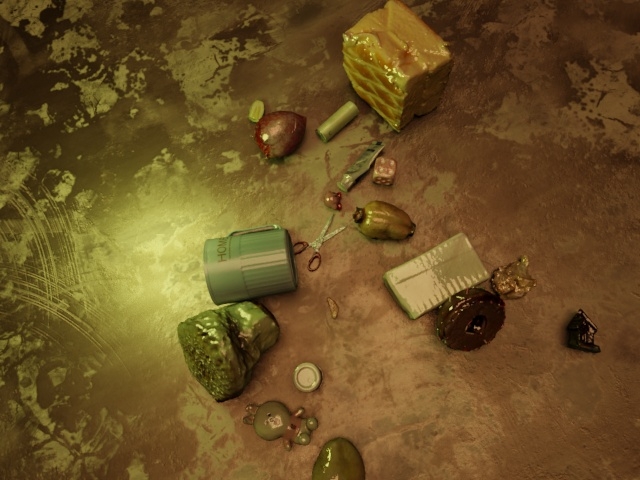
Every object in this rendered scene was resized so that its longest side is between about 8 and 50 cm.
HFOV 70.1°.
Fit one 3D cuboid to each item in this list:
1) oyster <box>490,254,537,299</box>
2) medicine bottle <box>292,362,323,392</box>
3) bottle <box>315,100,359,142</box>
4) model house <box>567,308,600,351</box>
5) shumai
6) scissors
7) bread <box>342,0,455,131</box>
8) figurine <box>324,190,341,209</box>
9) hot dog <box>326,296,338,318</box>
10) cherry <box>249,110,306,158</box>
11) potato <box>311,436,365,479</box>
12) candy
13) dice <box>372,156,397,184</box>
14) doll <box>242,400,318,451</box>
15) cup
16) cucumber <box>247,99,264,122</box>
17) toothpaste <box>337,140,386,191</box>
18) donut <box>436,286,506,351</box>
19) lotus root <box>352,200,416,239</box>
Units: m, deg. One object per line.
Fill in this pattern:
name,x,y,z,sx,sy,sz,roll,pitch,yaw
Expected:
oyster,0.750,0.138,1.762,0.163,0.081,0.191,16,72,13
medicine bottle,-0.042,0.500,1.664,0.104,0.168,0.105,-1,74,3
bottle,0.074,-0.521,2.001,0.201,0.072,0.072,-43,76,-8
model house,0.961,0.325,1.664,0.106,0.165,0.152,0,72,22
shumai,-0.316,0.371,1.679,0.323,0.397,0.324,-32,93,-36
scissors,0.000,0.000,1.886,0.144,0.017,0.248,41,79,13
bread,0.313,-0.711,1.885,0.279,0.371,0.390,-41,76,-7
figurine,0.049,-0.165,1.903,0.067,0.071,0.083,-34,59,37
hot dog,0.053,0.263,1.798,0.034,0.030,0.090,-17,74,-2
cherry,-0.166,-0.466,1.953,0.249,0.175,0.192,-29,62,-7
potato,0.063,0.808,1.579,0.177,0.160,0.235,18,55,-30
candy,0.440,0.142,1.748,0.358,0.145,0.208,-28,75,-4
dice,0.268,-0.290,1.910,0.091,0.094,0.093,11,74,4
doll,-0.143,0.671,1.659,0.274,0.113,0.155,10,66,14
cup,-0.255,0.091,1.766,0.311,0.331,0.257,-9,99,2
cucumber,-0.287,-0.583,2.064,0.067,0.035,0.108,15,68,-2
toothpaste,0.175,-0.321,1.940,0.266,0.061,0.096,-50,36,-10
donut,0.542,0.284,1.659,0.269,0.270,0.103,-22,34,-2
lotus root,0.250,-0.074,1.827,0.256,0.140,0.155,18,105,1
